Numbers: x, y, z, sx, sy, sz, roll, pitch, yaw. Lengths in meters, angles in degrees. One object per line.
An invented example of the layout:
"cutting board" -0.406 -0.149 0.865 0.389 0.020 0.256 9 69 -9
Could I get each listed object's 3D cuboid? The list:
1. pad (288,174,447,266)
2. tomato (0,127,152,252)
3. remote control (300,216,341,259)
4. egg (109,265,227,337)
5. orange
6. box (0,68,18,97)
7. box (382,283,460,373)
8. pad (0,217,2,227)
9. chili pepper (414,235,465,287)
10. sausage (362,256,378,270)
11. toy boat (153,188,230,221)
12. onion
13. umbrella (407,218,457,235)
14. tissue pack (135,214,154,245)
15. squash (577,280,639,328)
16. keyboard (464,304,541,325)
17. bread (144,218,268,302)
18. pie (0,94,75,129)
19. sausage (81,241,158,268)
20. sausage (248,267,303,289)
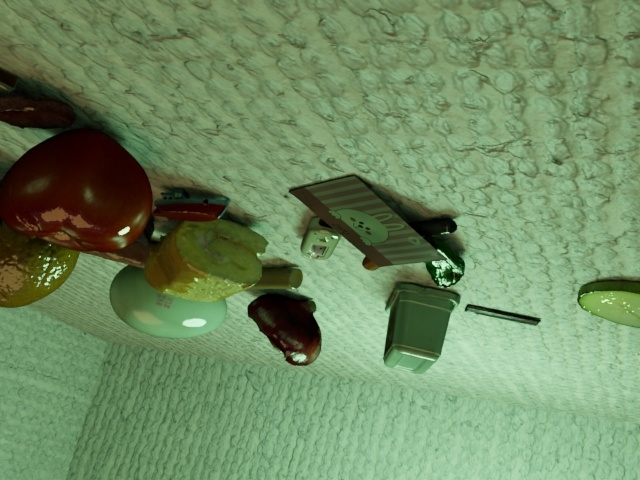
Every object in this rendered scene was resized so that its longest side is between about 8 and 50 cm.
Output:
"pad" 0.097 -0.030 1.599 0.300 0.005 0.202 40 150 -31
"tomato" -0.472 -0.100 1.533 0.299 0.226 0.298 6 164 2
"remote control" 0.000 0.000 1.790 0.078 0.042 0.221 15 162 -4
"egg" -0.447 0.178 2.332 0.371 0.230 0.230 17 163 -33
"orange" -0.743 0.003 1.903 0.357 0.322 0.322 -18 145 41
"box" -0.634 -0.299 1.359 0.177 0.036 0.115 26 158 -36
"box" 0.259 0.250 2.125 0.175 0.182 0.312 12 161 2
"pad" -0.647 -0.172 1.406 0.055 0.250 0.323 -16 168 2
"chili pepper" 0.255 0.036 1.695 0.098 0.061 0.224 2 153 28
"sausage" 0.131 0.043 1.826 0.039 0.041 0.131 12 162 -12
"toy boat" -0.286 -0.079 1.735 0.173 0.058 0.069 2 160 11
"onion" -0.093 0.252 2.431 0.272 0.195 0.272 44 -178 -2
"umbrella" 0.217 -0.027 1.585 0.133 0.031 0.036 -7 125 46
"tissue pack" -0.501 -0.066 1.893 0.173 0.073 0.235 15 161 -2
"squash" 0.689 0.138 1.741 0.219 0.041 0.219 16 160 6
"keyboard" 0.489 0.203 2.101 0.198 0.010 0.063 11 163 6
"bread" -0.299 0.050 1.947 0.237 0.165 0.375 18 162 -18
"pie" -0.526 -0.233 1.422 0.154 0.036 0.154 0 174 0
"sausage" -0.584 0.016 2.175 0.433 0.088 0.088 15 162 -3
"sausage" -0.172 0.110 2.195 0.301 0.065 0.066 -2 157 41
